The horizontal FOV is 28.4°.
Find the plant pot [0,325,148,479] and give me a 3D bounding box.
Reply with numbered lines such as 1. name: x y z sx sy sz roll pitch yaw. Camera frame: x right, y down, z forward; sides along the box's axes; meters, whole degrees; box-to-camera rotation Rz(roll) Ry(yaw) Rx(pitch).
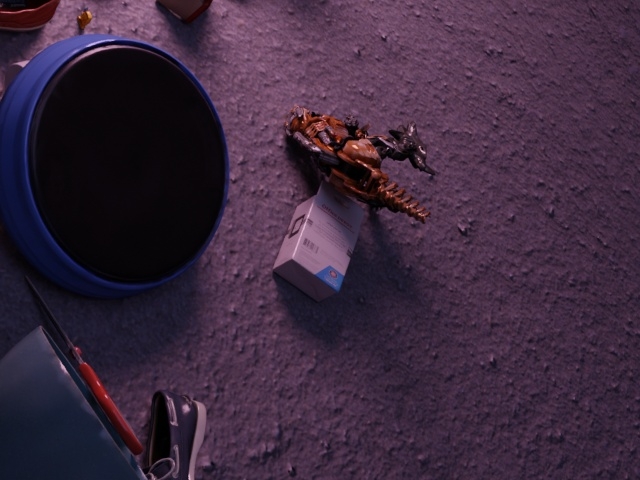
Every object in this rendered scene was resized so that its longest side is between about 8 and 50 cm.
1. plant pot: -0.354 0.281 1.599 0.195 0.290 0.290 -34 93 -10

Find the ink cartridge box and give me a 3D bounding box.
1. ink cartridge box: 0.000 0.000 2.132 0.104 0.060 0.180 36 51 -20

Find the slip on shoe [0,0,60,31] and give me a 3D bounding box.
1. slip on shoe: -0.528 -0.360 1.852 0.331 0.101 0.123 -10 78 -40

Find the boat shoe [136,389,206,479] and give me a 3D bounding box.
1. boat shoe: -0.218 0.327 1.776 0.079 0.095 0.254 28 53 -28

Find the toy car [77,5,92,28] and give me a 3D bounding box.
1. toy car: -0.360 -0.398 2.045 0.060 0.040 0.122 8 64 -36

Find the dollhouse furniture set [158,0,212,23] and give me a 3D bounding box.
1. dollhouse furniture set: -0.111 -0.534 2.202 0.152 0.201 0.374 37 50 -19

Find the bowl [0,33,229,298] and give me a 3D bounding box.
1. bowl: -0.293 -0.111 1.856 0.391 0.077 0.391 3 85 -44

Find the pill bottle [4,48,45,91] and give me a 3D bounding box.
1. pill bottle: -0.377 -0.242 1.910 0.180 0.108 0.108 -21 84 -43

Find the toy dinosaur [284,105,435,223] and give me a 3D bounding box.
1. toy dinosaur: 0.068 -0.119 2.152 0.218 0.164 0.322 7 49 -47

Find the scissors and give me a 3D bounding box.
1. scissors: -0.331 0.170 1.761 0.021 0.109 0.297 -32 91 -8
